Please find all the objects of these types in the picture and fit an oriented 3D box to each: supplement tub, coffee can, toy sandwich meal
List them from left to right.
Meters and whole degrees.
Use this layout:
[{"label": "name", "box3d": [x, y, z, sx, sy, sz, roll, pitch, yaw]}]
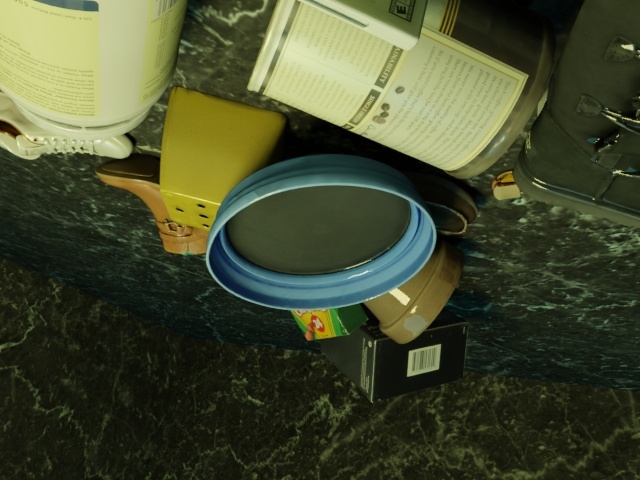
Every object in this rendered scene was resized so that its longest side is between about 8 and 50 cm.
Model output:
[{"label": "supplement tub", "box3d": [-0.271, -0.276, 0.585, 0.235, 0.235, 0.325, 20, 156, -15]}, {"label": "coffee can", "box3d": [0.081, -0.211, 0.587, 0.275, 0.202, 0.201, 19, 158, -14]}, {"label": "toy sandwich meal", "box3d": [0.349, -0.097, 0.935, 0.085, 0.029, 0.085, 12, 158, 5]}]

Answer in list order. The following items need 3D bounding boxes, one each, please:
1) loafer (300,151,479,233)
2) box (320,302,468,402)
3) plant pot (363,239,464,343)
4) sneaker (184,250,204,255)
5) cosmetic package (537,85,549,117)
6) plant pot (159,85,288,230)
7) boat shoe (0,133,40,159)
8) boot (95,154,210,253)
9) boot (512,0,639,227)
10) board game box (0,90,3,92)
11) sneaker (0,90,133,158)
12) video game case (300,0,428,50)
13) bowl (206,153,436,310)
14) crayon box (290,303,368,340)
[{"label": "loafer", "box3d": [0.120, -0.062, 1.022, 0.365, 0.130, 0.134, 12, 158, 4]}, {"label": "box", "box3d": [0.192, 0.268, 1.449, 0.296, 0.183, 0.294, -6, -164, -26]}, {"label": "plant pot", "box3d": [0.163, 0.070, 1.212, 0.229, 0.263, 0.263, 34, 156, -4]}, {"label": "sneaker", "box3d": [-0.308, -0.030, 1.382, 0.178, 0.124, 0.295, 7, 160, -8]}, {"label": "cosmetic package", "box3d": [0.420, -0.166, 0.683, 0.239, 0.060, 0.099, 11, 157, 7]}, {"label": "plant pot", "box3d": [-0.190, -0.125, 0.979, 0.212, 0.187, 0.212, 14, 158, -2]}, {"label": "boat shoe", "box3d": [-0.726, -0.244, 1.182, 0.184, 0.066, 0.063, 29, 164, -36]}, {"label": "boot", "box3d": [-0.366, -0.077, 1.215, 0.283, 0.109, 0.220, 4, 129, -6]}, {"label": "boot", "box3d": [0.398, -0.145, 0.460, 0.367, 0.146, 0.445, 8, 158, 11]}, {"label": "board game box", "box3d": [-0.555, -0.334, 0.906, 0.145, 0.027, 0.281, 19, 158, -9]}, {"label": "sneaker", "box3d": [-0.545, -0.208, 1.081, 0.290, 0.123, 0.106, 18, 156, -14]}, {"label": "video game case", "box3d": [0.025, -0.281, 0.465, 0.173, 0.190, 0.022, 19, 161, -14]}, {"label": "bowl", "box3d": [0.000, 0.000, 0.913, 0.391, 0.077, 0.391, -5, 145, -3]}, {"label": "crayon box", "box3d": [-0.035, 0.094, 1.324, 0.202, 0.081, 0.319, -26, 95, 56]}]
